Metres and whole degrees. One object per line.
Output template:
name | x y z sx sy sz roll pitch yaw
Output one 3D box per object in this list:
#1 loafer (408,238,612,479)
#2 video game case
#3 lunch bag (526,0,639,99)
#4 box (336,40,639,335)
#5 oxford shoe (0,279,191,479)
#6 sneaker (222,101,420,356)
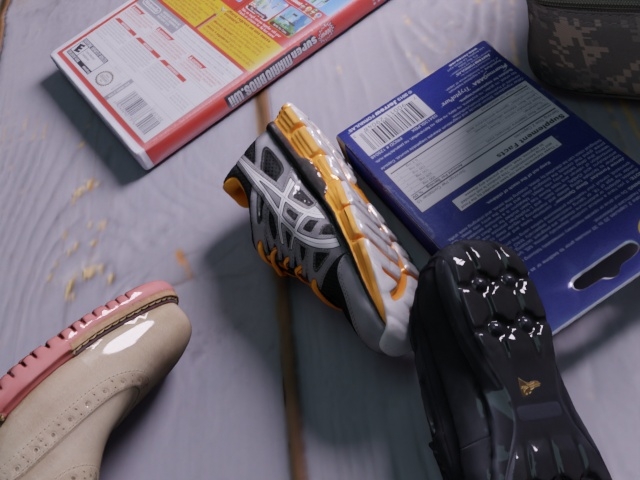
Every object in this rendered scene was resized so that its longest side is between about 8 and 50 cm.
loafer | 0.097 0.108 0.443 0.076 0.078 0.223 -1 62 -21
video game case | -0.091 -0.202 0.777 0.285 0.025 0.204 -38 50 -10
lunch bag | 0.250 -0.281 0.560 0.212 0.256 0.305 13 59 27
box | 0.124 -0.035 0.562 0.136 0.036 0.225 -33 50 -6
oxford shoe | -0.171 0.172 0.482 0.130 0.123 0.348 36 62 6
sneaker | 0.000 0.000 0.561 0.083 0.084 0.215 -38 46 9
